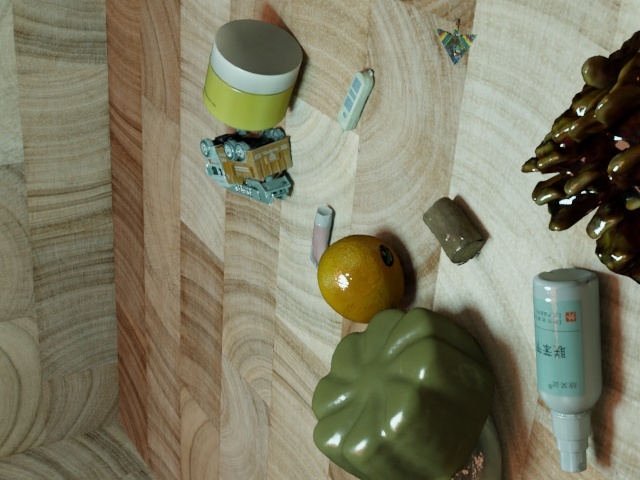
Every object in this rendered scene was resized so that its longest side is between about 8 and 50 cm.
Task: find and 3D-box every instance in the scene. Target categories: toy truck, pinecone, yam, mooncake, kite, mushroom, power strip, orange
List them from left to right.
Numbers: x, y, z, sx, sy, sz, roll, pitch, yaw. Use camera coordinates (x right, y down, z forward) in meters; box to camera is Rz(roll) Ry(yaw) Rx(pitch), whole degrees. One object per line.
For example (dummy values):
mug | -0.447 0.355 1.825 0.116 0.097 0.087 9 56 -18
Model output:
toy truck | -0.204 -0.201 2.591 0.338 0.133 0.184 12 120 56
power strip | 0.076 -0.309 2.156 0.047 0.030 0.191 61 146 29
orange | 0.091 0.085 2.123 0.206 0.206 0.206 30 126 53
mooncake | 0.154 0.310 1.925 0.378 0.201 0.378 -38 34 32
yam | 0.260 -0.020 1.894 0.127 0.084 0.084 56 144 29
kite | 0.256 -0.379 1.837 0.122 0.004 0.090 34 130 51
mushroom | 0.319 0.498 1.946 0.159 0.122 0.328 143 111 -68
pinecone | 0.471 -0.123 1.198 0.398 0.398 0.397 30 126 53

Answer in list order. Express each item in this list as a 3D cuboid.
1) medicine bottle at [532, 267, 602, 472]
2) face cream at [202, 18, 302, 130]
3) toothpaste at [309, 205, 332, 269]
medicine bottle | 0.429 0.229 1.658 0.110 0.110 0.351 15 114 58
face cream | -0.169 -0.404 2.356 0.218 0.218 0.179 58 146 31
toothpaste | 0.000 0.000 2.403 0.067 0.043 0.194 51 147 36
